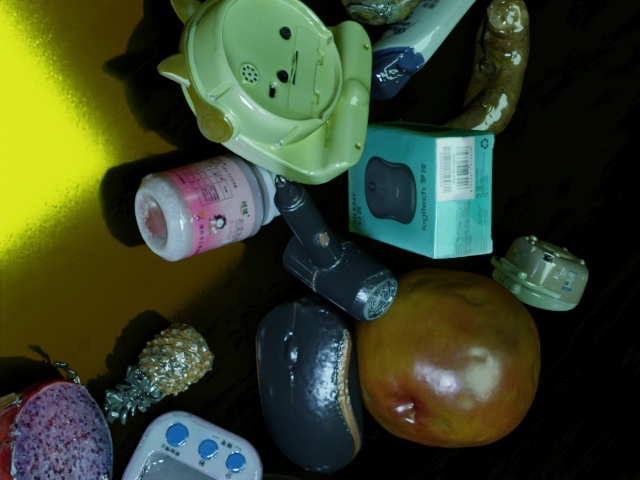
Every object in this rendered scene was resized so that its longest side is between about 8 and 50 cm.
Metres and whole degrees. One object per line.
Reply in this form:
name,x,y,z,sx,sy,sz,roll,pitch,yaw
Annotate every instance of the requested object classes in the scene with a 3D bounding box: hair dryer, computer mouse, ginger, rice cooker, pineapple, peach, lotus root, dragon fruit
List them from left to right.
dragon fruit,-0.430,0.320,1.604,0.223,0.148,0.218,66,31,-14
pineapple,-0.265,0.217,1.713,0.198,0.108,0.108,-38,118,-17
computer mouse,-0.021,0.254,1.841,0.116,0.183,0.323,-32,117,-59
hair dryer,0.000,0.000,1.721,0.107,0.189,0.352,-50,149,-10
lotus root,0.126,-0.495,1.828,0.152,0.160,0.274,34,78,-59
peach,0.213,0.215,1.902,0.342,0.343,0.301,62,40,-26
ginger,0.325,-0.306,2.033,0.133,0.107,0.309,10,97,-50
rice cooker,0.442,0.066,2.151,0.206,0.145,0.127,20,103,-35

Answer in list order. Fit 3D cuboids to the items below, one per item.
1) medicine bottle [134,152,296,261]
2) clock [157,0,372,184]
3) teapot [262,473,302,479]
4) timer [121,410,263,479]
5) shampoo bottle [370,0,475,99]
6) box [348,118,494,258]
medicine bottle,-0.160,-0.063,1.708,0.247,0.147,0.147,-18,108,-33
clock,-0.084,-0.264,1.684,0.348,0.117,0.286,21,61,-31
teapot,-0.112,0.522,1.827,0.203,0.171,0.225,1,91,4
timer,-0.207,0.386,1.740,0.208,0.069,0.190,25,80,8
shampoo bottle,0.200,-0.397,1.907,0.359,0.134,0.078,-51,120,-17
box,0.161,-0.093,1.827,0.118,0.311,0.205,-4,102,-25
